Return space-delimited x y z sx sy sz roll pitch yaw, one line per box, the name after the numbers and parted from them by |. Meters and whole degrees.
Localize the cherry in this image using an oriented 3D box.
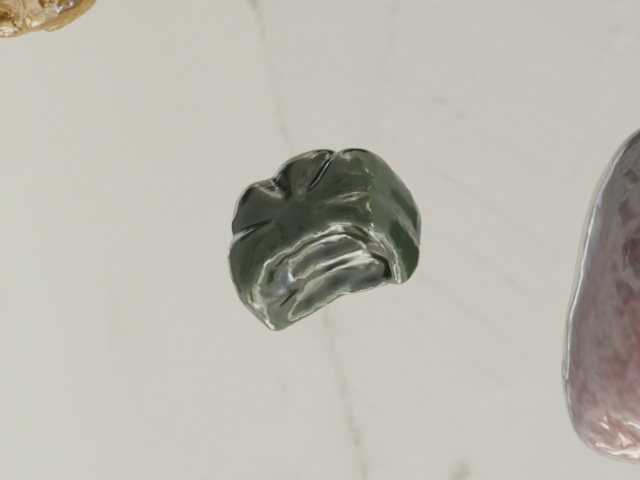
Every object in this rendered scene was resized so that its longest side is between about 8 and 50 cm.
0.361 0.035 1.589 0.326 0.291 0.335 -89 -156 -52 | cherry

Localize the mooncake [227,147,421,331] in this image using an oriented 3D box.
0.000 0.000 1.508 0.175 0.104 0.168 -45 -136 -5 | mooncake

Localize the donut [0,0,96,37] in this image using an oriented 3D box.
-0.310 -0.282 1.726 0.226 0.226 0.114 40 -34 48 | donut
